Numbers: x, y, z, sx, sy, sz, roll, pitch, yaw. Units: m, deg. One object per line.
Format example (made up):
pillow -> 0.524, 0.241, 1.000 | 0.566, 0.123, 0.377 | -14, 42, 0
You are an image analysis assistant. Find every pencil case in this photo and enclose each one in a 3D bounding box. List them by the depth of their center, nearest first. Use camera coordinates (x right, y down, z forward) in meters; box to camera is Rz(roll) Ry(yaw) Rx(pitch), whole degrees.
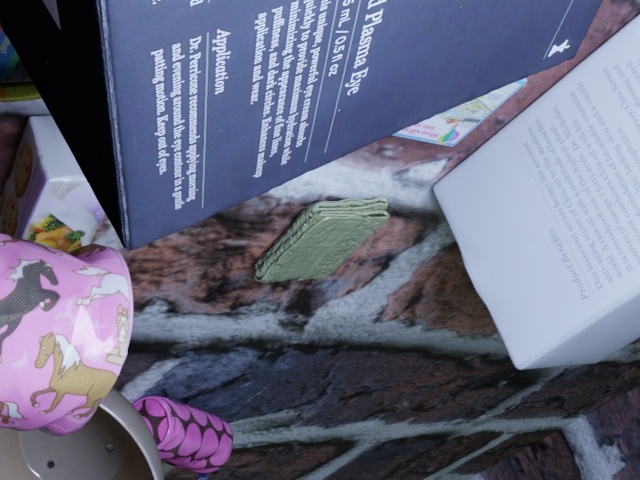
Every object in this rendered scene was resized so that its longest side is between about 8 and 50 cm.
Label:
pencil case -> -0.319, 0.034, 0.691 | 0.386, 0.167, 0.160 | 18, 134, -33
pencil case -> -0.204, 0.278, 1.432 | 0.098, 0.095, 0.209 | -12, 155, 16

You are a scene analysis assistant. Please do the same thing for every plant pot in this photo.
plant pot -> -0.306, 0.261, 1.162 | 0.284, 0.284, 0.191 | -24, -170, 6

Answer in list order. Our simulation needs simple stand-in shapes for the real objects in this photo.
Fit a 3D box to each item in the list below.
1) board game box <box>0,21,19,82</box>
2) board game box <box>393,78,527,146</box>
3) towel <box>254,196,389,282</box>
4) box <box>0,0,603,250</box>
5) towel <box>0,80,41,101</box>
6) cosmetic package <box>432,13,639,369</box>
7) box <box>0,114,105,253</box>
board game box -> -0.253, -0.163, 0.564 | 0.210, 0.047, 0.160 | -1, 148, -39
board game box -> 0.100, -0.134, 0.920 | 0.154, 0.026, 0.103 | 5, 144, -43
towel -> 0.000, 0.000, 1.107 | 0.110, 0.027, 0.148 | -1, 147, -38
box -> 0.004, -0.200, 0.479 | 0.313, 0.179, 0.343 | -24, 157, -20
towel -> -0.193, -0.099, 0.699 | 0.237, 0.021, 0.102 | -10, -166, -24
cosmetic package -> 0.348, -0.078, 0.988 | 0.162, 0.230, 0.453 | 5, 145, -44
box -> -0.255, 0.014, 0.892 | 0.063, 0.067, 0.324 | -2, 150, -32
